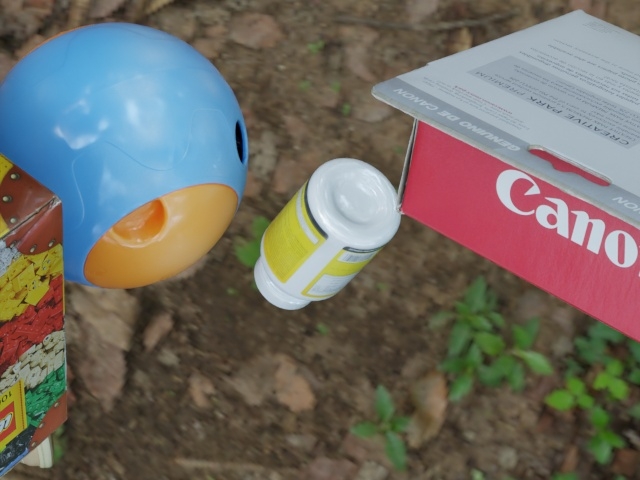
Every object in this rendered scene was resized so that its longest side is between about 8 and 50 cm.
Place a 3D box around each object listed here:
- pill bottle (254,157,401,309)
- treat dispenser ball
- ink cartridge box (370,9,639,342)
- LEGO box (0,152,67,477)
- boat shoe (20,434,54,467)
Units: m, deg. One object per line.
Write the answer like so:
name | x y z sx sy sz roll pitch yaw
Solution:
pill bottle | 0.000 0.000 1.616 0.103 0.184 0.103 13 57 -22
treat dispenser ball | -0.221 -0.091 1.682 0.288 0.288 0.288 -7 105 -29
ink cartridge box | 0.218 -0.028 1.087 0.272 0.309 0.130 -23 133 -43
LEGO box | -0.490 -0.009 1.519 0.193 0.500 0.372 -42 158 -32
boat shoe | -0.404 0.145 1.866 0.110 0.121 0.341 -17 125 -4
